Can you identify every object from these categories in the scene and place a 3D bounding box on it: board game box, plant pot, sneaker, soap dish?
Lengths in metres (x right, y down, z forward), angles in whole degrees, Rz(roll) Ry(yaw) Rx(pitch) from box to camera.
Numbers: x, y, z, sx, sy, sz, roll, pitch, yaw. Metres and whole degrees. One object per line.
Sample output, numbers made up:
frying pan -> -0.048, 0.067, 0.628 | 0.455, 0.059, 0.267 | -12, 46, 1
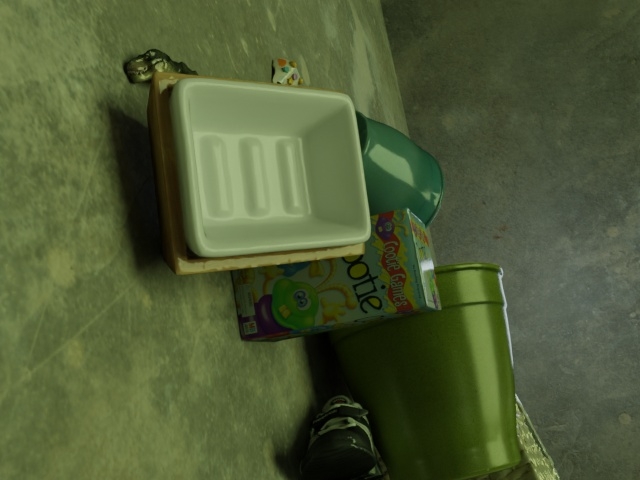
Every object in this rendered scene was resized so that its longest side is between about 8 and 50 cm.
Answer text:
board game box -> 0.024, 0.060, 1.033 | 0.144, 0.276, 0.141 | 24, 54, -70
plant pot -> 0.211, 0.268, 1.290 | 0.366, 0.367, 0.352 | 35, 40, -67
plant pot -> 0.096, -0.148, 1.510 | 0.255, 0.272, 0.271 | 36, 42, -46
sneaker -> 0.026, 0.324, 1.132 | 0.330, 0.123, 0.146 | 73, 4, -65
soap dish -> -0.078, -0.081, 0.864 | 0.291, 0.118, 0.228 | -5, 86, -41

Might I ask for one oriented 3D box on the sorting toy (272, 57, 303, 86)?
sorting toy -> -0.076, -0.335, 1.454 | 0.075, 0.045, 0.083 | -62, 140, -38

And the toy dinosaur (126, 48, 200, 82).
toy dinosaur -> -0.172, -0.188, 0.962 | 0.268, 0.064, 0.118 | 3, 68, -77

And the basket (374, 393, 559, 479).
basket -> 0.320, 0.494, 1.504 | 0.266, 0.332, 0.328 | 39, 25, -63
